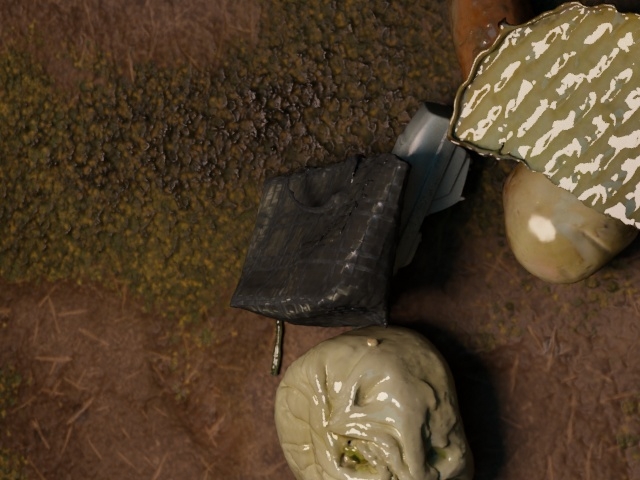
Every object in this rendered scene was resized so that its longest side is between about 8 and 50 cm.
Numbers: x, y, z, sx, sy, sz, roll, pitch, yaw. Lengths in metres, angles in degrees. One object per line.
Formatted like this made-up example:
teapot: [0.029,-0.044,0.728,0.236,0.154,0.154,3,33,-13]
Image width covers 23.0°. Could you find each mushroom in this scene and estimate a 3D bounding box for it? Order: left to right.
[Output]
mushroom: [0.241,-0.031,1.529,0.148,0.112,0.148,0,90,27]

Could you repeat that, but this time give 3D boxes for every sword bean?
sword bean: [-0.048,0.109,1.744,0.012,0.012,0.083,6,94,27]

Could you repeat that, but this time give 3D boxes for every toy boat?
toy boat: [0.088,-0.016,1.633,0.085,0.078,0.260,21,108,-10]

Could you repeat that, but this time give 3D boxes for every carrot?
carrot: [0.171,-0.244,1.577,0.102,0.102,0.263,-15,81,27]

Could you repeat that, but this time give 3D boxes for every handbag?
handbag: [0.000,0.000,1.615,0.270,0.088,0.175,-5,72,57]

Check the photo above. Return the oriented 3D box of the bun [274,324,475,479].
bun: [0.052,0.201,1.610,0.229,0.145,0.229,5,106,17]

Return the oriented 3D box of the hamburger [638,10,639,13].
hamburger: [0.368,-0.147,1.452,0.215,0.122,0.189,-2,91,33]

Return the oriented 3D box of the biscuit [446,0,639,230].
biscuit: [0.254,-0.123,1.436,0.273,0.036,0.187,32,111,29]
